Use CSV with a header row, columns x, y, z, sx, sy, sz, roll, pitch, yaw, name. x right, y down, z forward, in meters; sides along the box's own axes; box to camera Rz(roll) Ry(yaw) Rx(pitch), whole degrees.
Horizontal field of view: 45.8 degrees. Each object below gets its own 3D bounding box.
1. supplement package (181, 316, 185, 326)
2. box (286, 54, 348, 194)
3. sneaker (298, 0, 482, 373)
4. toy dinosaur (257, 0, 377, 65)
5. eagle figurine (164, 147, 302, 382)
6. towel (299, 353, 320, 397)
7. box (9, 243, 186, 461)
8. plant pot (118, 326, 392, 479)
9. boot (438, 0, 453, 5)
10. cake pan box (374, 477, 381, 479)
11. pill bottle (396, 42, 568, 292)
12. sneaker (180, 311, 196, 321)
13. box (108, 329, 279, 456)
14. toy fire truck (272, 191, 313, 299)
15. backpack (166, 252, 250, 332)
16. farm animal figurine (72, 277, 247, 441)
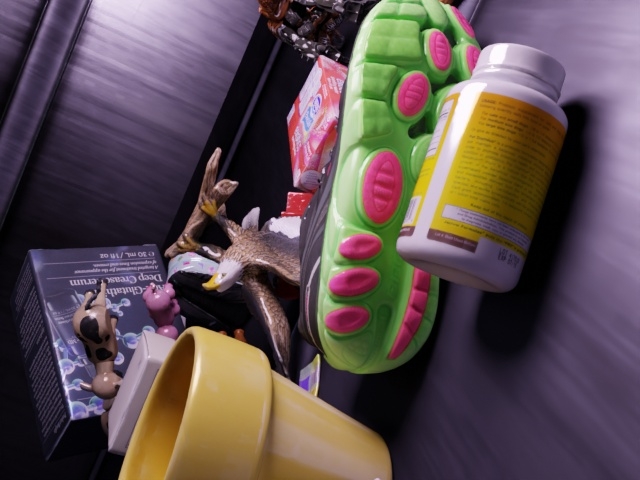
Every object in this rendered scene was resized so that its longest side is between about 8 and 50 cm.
x,y,z,sx,sy,sz,roll,pitch,yaw,name
-0.471,0.278,2.014,0.175,0.177,0.293,-62,20,19,supplement package
0.032,-0.168,1.171,0.128,0.122,0.257,-59,20,26,box
0.061,-0.086,0.901,0.202,0.185,0.483,-17,52,62,sneaker
-0.032,-0.414,1.464,0.322,0.218,0.165,-25,-42,-50,toy dinosaur
-0.085,0.049,1.119,0.225,0.298,0.226,-49,-15,-28,eagle figurine
-0.018,0.207,1.065,0.060,0.009,0.083,-48,27,49,towel
-0.466,0.228,1.634,0.212,0.293,0.396,-50,54,42,box
-0.068,0.246,0.790,0.254,0.238,0.254,-55,22,35,plant pot
0.197,-0.440,1.101,0.197,0.072,0.152,-84,20,-47,boot
0.009,0.339,0.587,0.266,0.070,0.246,-39,19,-3,cake pan box
0.157,-0.068,0.707,0.215,0.117,0.117,-70,18,-7,pill bottle
-0.260,0.085,1.724,0.340,0.125,0.140,-25,38,60,sneaker
-0.175,0.247,1.108,0.149,0.232,0.127,-66,19,5,box
-0.044,0.006,1.279,0.135,0.047,0.192,71,-156,-82,toy fire truck
-0.215,0.086,1.493,0.152,0.181,0.115,-57,21,32,backpack
-0.295,0.244,1.309,0.327,0.330,0.172,-56,26,29,farm animal figurine
